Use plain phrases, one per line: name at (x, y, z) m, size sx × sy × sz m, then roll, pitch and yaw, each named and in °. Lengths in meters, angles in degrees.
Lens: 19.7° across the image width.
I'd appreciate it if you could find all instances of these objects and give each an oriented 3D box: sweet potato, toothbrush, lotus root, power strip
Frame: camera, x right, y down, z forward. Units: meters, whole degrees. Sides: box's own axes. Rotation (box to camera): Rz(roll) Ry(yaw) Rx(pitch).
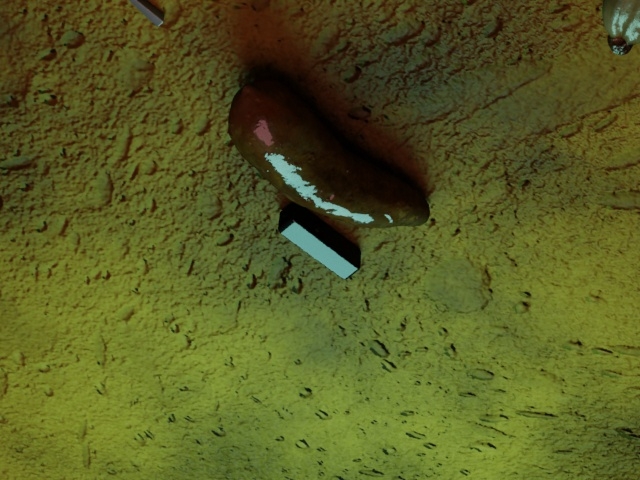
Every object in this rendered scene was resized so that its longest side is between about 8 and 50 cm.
sweet potato at (0.002, -0.079, 2.001) m, size 0.097 × 0.097 × 0.292 m, roll -32°, pitch 130°, yaw 29°
toothbrush at (-0.231, -0.284, 1.879) m, size 0.017 × 0.014 × 0.194 m, roll -31°, pitch 123°, yaw 28°
lotus root at (0.323, -0.251, 1.831) m, size 0.073 × 0.062 × 0.150 m, roll 31°, pitch 130°, yaw 8°
power strip at (0.000, 0.000, 2.103) m, size 0.111 × 0.038 × 0.029 m, roll 36°, pitch 124°, yaw -26°
